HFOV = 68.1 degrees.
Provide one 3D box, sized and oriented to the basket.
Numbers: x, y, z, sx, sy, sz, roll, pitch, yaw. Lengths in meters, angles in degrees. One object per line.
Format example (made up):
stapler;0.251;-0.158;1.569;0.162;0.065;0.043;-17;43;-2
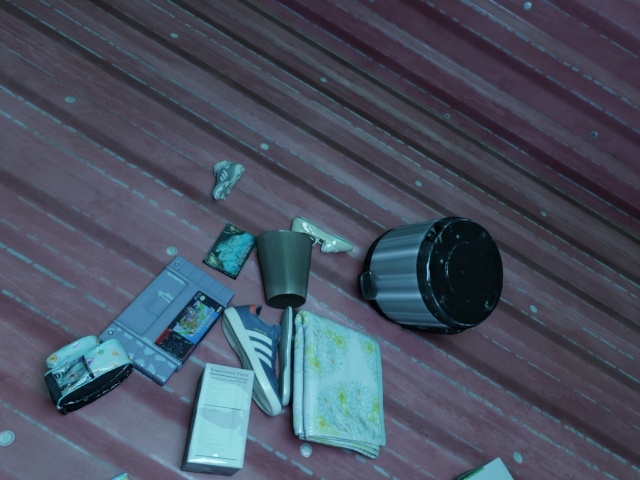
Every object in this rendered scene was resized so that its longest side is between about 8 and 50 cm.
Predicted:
basket;-0.118;0.101;1.582;0.204;0.154;0.227;8;56;-19

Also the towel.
towel;0.060;0.416;1.387;0.320;0.090;0.374;31;42;-36

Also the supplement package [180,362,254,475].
supplement package;-0.265;0.467;1.238;0.139;0.134;0.244;15;53;-15

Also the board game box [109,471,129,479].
board game box;-0.501;0.632;1.065;0.170;0.048;0.141;-14;65;-33

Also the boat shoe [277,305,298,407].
boat shoe;-0.077;0.351;1.442;0.091;0.114;0.302;10;64;-18

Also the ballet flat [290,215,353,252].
ballet flat;0.000;0.000;1.767;0.248;0.086;0.086;28;49;-2

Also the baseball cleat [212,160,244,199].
baseball cleat;-0.369;-0.227;1.772;0.109;0.072;0.206;22;43;10

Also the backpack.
backpack;-0.572;0.322;1.181;0.188;0.166;0.144;-21;68;-27

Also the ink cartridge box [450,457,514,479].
ink cartridge box;0.421;0.708;1.336;0.153;0.208;0.087;-11;58;-32

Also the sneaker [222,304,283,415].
sneaker;-0.161;0.331;1.389;0.148;0.131;0.350;-13;59;-30

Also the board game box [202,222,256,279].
board game box;-0.305;0.034;1.621;0.126;0.026;0.186;28;49;-4

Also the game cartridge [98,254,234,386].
game cartridge;-0.436;0.224;1.398;0.230;0.068;0.355;30;48;4

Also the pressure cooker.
pressure cooker;0.359;0.116;1.635;0.370;0.420;0.375;38;67;-22
